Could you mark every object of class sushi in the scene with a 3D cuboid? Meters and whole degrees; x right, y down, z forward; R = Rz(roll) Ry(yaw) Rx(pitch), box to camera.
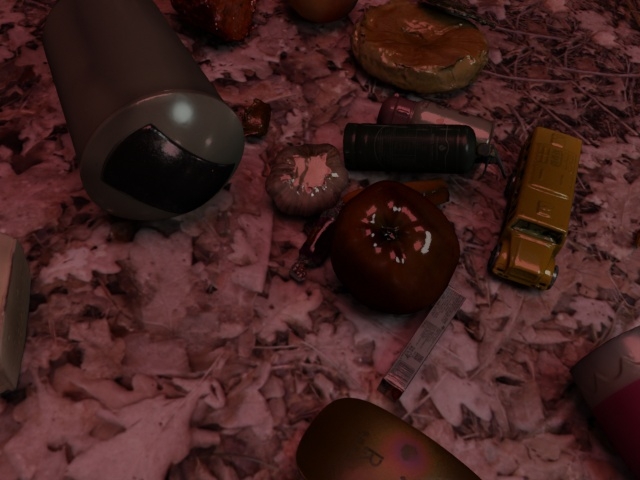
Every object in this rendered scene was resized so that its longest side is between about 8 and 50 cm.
[{"bbox_3d":[-0.137,-0.250,1.304,0.060,0.061,0.118,5,34,5],"label":"sushi"}]

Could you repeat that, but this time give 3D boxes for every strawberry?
[{"bbox_3d":[-0.259,-0.571,1.430,0.178,0.234,0.234,7,51,22],"label":"strawberry"}]

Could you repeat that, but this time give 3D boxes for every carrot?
[{"bbox_3d":[0.136,-0.076,1.213,0.225,0.067,0.067,-11,57,-18],"label":"carrot"}]

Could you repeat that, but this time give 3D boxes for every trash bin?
[{"bbox_3d":[-0.324,-0.242,1.136,0.280,0.280,0.432,-19,57,-21],"label":"trash bin"}]

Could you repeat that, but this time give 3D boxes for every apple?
[{"bbox_3d":[0.122,0.014,1.056,0.234,0.234,0.234,4,54,-6],"label":"apple"}]

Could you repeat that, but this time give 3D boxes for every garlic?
[{"bbox_3d":[-0.025,-0.114,1.195,0.159,0.102,0.147,-39,82,-17],"label":"garlic"}]

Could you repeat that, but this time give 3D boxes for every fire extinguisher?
[{"bbox_3d":[0.201,-0.172,1.226,0.311,0.095,0.114,2,93,15],"label":"fire extinguisher"}]

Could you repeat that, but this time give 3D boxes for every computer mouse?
[{"bbox_3d":[0.113,0.352,0.904,0.310,0.072,0.158,33,59,14],"label":"computer mouse"}]

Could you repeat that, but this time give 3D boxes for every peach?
[{"bbox_3d":[0.003,-0.607,1.506,0.184,0.184,0.184,4,54,-6],"label":"peach"}]

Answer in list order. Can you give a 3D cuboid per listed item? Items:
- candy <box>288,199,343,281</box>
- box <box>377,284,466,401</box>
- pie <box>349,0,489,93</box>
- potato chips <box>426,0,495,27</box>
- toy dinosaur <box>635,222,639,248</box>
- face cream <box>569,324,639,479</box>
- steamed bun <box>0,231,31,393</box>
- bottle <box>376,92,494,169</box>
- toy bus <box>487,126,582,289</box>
[{"bbox_3d":[0.000,0.000,1.139,0.045,0.043,0.175,13,67,51],"label":"candy"},{"bbox_3d":[0.171,0.168,1.051,0.039,0.055,0.218,34,57,14],"label":"box"},{"bbox_3d":[0.233,-0.461,1.485,0.339,0.083,0.339,5,50,-6],"label":"pie"},{"bbox_3d":[0.336,-0.578,1.563,0.202,0.029,0.220,19,27,0],"label":"potato chips"},{"bbox_3d":[0.655,-0.007,1.265,0.041,0.026,0.113,25,46,17],"label":"toy dinosaur"},{"bbox_3d":[0.512,0.246,0.974,0.175,0.175,0.195,-15,58,-19],"label":"face cream"},{"bbox_3d":[-0.531,0.109,0.929,0.164,0.146,0.242,0,54,-14],"label":"steamed bun"},{"bbox_3d":[0.232,-0.230,1.309,0.233,0.110,0.110,19,54,4],"label":"bottle"},{"bbox_3d":[0.420,-0.067,1.214,0.121,0.123,0.335,20,54,6],"label":"toy bus"}]
